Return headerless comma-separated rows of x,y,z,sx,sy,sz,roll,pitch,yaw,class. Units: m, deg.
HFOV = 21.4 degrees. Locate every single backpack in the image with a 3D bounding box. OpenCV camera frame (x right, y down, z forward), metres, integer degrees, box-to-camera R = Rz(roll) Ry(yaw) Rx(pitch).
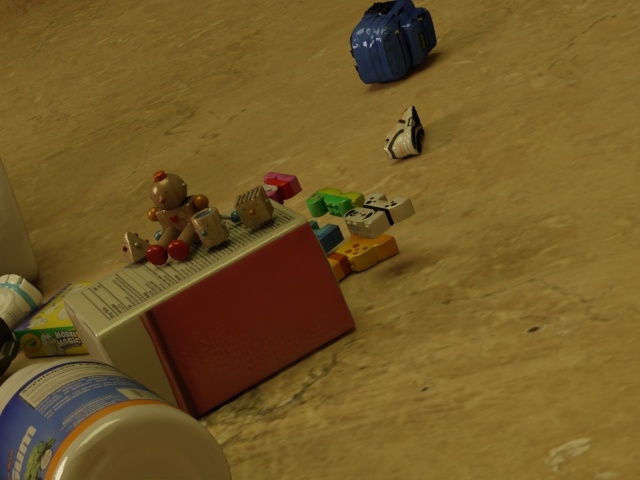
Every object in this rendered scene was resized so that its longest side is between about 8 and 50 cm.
0.099,-0.277,2.354,0.101,0.098,0.120,-6,25,33,backpack

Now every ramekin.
-0.460,-0.045,2.162,0.135,0.277,0.277,-20,18,-11,ramekin

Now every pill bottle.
-0.191,0.183,1.412,0.152,0.152,0.272,-31,20,-19,pill bottle

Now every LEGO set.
0.000,0.000,1.775,0.093,0.087,0.227,-39,30,-28,LEGO set

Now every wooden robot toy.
-0.136,-0.029,1.625,0.173,0.079,0.076,-14,21,29,wooden robot toy

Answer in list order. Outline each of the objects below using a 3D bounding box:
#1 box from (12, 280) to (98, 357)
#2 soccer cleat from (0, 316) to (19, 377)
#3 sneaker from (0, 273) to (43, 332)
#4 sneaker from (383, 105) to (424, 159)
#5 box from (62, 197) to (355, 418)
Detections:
-0.251,0.085,1.906,0.179,0.043,0.105,-5,28,40,box
-0.449,0.190,1.796,0.143,0.116,0.331,-30,10,38,soccer cleat
-0.409,0.100,1.991,0.190,0.071,0.083,-25,25,44,sneaker
0.099,-0.131,2.058,0.043,0.040,0.109,-20,19,17,sneaker
-0.109,0.071,1.646,0.232,0.127,0.148,-29,20,-13,box
